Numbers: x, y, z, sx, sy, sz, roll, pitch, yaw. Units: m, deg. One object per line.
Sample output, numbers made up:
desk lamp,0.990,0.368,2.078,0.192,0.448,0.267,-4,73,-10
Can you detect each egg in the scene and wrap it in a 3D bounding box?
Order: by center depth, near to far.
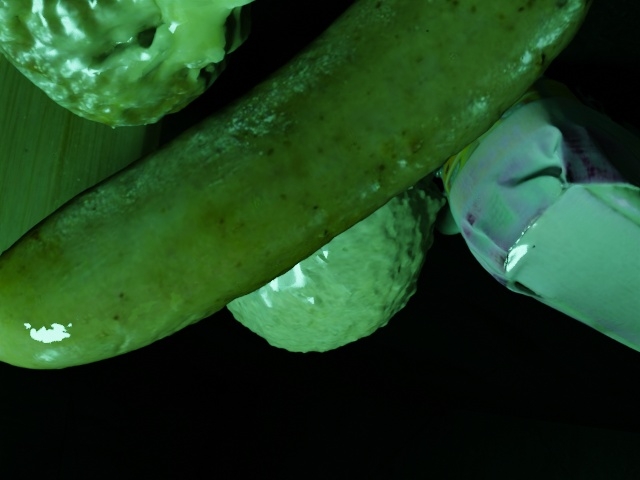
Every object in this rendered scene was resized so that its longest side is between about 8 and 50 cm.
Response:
egg,0.000,0.000,0.788,0.279,0.279,0.310,28,139,-29

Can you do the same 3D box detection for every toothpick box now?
toothpick box,-0.228,-0.081,0.619,0.187,0.308,0.190,7,162,-13

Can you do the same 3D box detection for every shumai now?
shumai,-0.090,-0.158,0.359,0.152,0.161,0.210,12,128,27

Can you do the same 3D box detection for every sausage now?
sausage,-0.020,-0.057,0.457,0.136,0.500,0.123,51,-175,-38

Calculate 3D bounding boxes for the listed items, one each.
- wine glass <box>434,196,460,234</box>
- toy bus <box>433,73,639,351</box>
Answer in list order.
wine glass,0.191,-0.055,0.773,0.066,0.066,0.198,21,159,-12
toy bus,0.298,0.001,0.620,0.386,0.162,0.171,25,121,-21
